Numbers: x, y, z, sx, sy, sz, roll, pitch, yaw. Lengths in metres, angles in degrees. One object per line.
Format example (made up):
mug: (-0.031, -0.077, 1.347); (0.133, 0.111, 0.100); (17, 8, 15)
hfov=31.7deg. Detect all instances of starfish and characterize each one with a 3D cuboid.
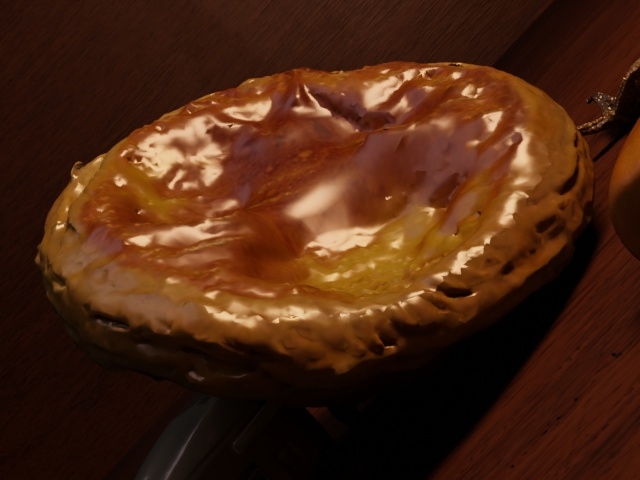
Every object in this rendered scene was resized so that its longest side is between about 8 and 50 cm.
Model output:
starfish: (0.261, -0.118, 1.012); (0.130, 0.041, 0.133); (-38, -2, 4)

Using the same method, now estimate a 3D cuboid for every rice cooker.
rice cooker: (-0.078, 0.193, 0.931); (0.206, 0.127, 0.145); (-45, 3, -28)

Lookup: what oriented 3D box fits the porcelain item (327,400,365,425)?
porcelain item: (0.077, 0.071, 1.008); (0.213, 0.054, 0.084); (-48, 2, -12)

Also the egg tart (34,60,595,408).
egg tart: (0.000, 0.000, 0.894); (0.443, 0.178, 0.443); (-10, 31, 6)

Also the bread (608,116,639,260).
bread: (0.232, -0.077, 0.658); (0.092, 0.074, 0.239); (-50, 0, 44)
